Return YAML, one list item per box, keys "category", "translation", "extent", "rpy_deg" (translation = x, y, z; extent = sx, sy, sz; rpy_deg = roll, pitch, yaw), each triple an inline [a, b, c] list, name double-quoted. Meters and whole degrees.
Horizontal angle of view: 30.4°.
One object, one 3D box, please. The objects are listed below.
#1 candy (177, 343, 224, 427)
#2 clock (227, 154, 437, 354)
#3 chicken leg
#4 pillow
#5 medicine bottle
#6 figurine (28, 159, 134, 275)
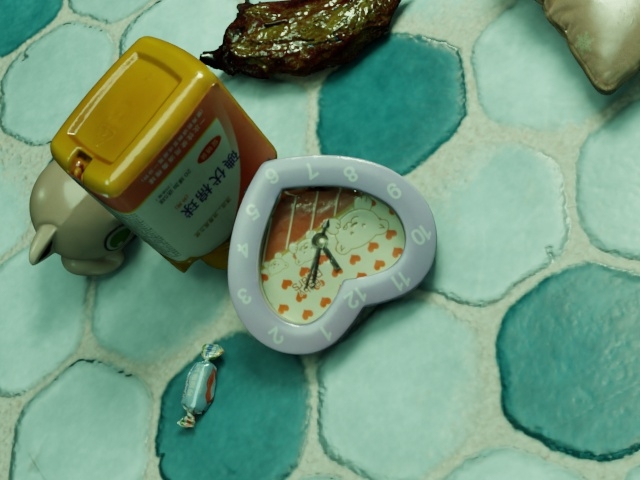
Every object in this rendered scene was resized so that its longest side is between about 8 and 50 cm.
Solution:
- category: "candy"
  translation: [-0.110, 0.136, 1.103]
  extent: [0.030, 0.020, 0.083]
  rpy_deg: [2, 66, 31]
- category: "clock"
  translation: [0.000, 0.000, 1.076]
  extent: [0.198, 0.064, 0.172]
  rpy_deg: [-36, 85, 4]
- category: "chicken leg"
  translation: [-0.019, -0.219, 1.230]
  extent: [0.234, 0.063, 0.105]
  rpy_deg: [-5, 66, 22]
- category: "pillow"
  translation: [0.288, -0.267, 1.085]
  extent: [0.223, 0.084, 0.236]
  rpy_deg: [-30, 59, -1]
- category: "medicine bottle"
  translation: [-0.125, -0.065, 1.096]
  extent: [0.112, 0.222, 0.149]
  rpy_deg: [34, 81, 36]
- category: "figurine"
  translation: [-0.235, -0.032, 1.202]
  extent: [0.138, 0.125, 0.125]
  rpy_deg: [-48, 53, 8]
